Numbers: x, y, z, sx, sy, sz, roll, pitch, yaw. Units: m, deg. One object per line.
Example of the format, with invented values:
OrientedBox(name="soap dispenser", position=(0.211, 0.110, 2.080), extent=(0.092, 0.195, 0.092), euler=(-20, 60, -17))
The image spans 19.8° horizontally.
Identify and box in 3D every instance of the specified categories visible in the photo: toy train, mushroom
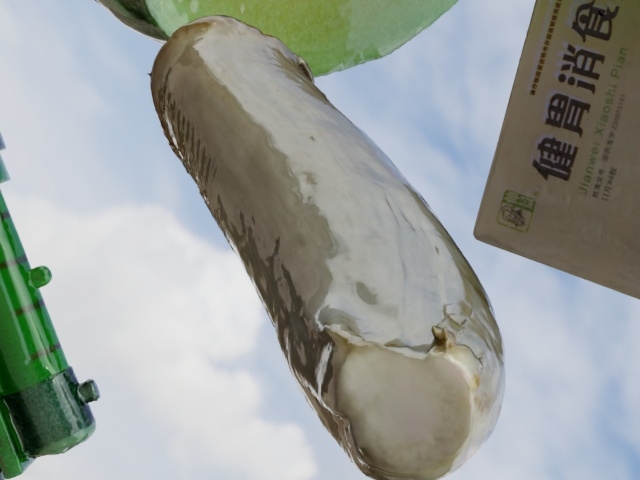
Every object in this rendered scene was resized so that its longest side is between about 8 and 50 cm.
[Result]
OrientedBox(name="toy train", position=(-0.219, 0.030, 1.108), extent=(0.085, 0.119, 0.251), euler=(-68, 138, -83))
OrientedBox(name="mushroom", position=(0.000, 0.000, 0.840), extent=(0.123, 0.095, 0.351), euler=(42, 8, -33))

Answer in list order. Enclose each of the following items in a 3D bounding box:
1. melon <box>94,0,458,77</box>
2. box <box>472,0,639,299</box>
OrientedBox(name="melon", position=(-0.062, -0.253, 1.258), extent=(0.331, 0.343, 0.226), euler=(52, -31, 0))
OrientedBox(name="box", position=(0.218, -0.097, 1.203), extent=(0.175, 0.062, 0.260), euler=(22, -76, 31))
